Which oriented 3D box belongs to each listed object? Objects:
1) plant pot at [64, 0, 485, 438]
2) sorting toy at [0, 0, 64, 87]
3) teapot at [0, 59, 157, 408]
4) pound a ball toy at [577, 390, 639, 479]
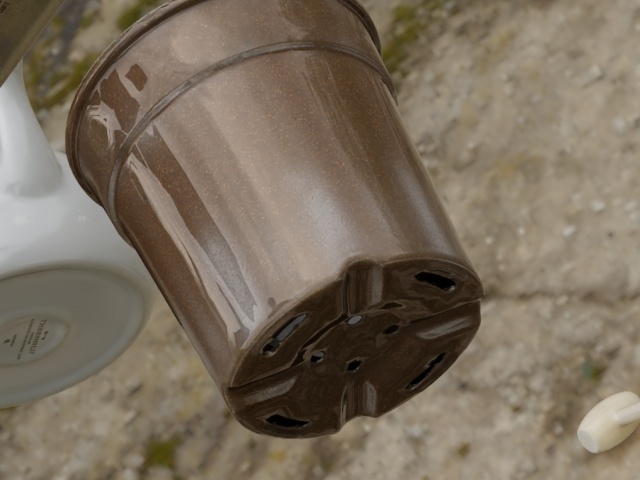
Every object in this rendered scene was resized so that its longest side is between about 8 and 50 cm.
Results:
[{"bbox_3d":[-0.015,-0.009,0.748,0.167,0.167,0.165,-33,55,6],"label":"plant pot"},{"bbox_3d":[-0.213,-0.138,0.761,0.307,0.229,0.041,-42,58,43],"label":"sorting toy"},{"bbox_3d":[-0.263,0.008,1.301,0.256,0.252,0.187,-32,59,13],"label":"teapot"},{"bbox_3d":[0.352,0.246,1.539,0.135,0.208,0.319,-34,-3,-15],"label":"pound a ball toy"}]
